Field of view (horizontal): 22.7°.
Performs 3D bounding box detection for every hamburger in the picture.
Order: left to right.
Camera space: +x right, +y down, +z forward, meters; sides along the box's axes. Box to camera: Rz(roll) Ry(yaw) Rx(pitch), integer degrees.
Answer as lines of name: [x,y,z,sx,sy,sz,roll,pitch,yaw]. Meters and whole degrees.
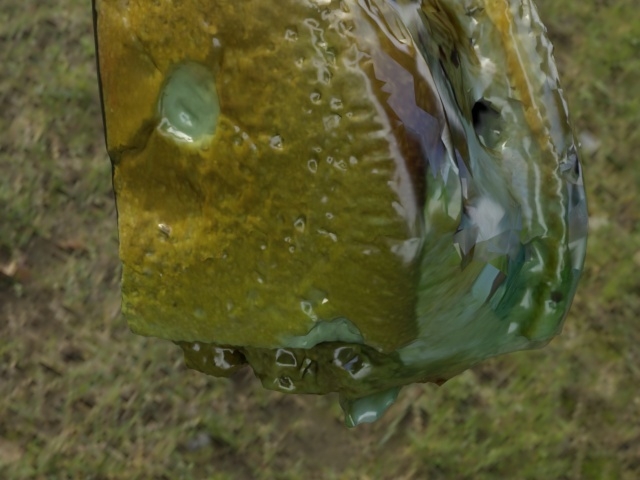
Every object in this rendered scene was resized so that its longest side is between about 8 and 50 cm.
hamburger: [0.019,-0.043,0.725,0.192,0.288,0.168,8,23,28]
